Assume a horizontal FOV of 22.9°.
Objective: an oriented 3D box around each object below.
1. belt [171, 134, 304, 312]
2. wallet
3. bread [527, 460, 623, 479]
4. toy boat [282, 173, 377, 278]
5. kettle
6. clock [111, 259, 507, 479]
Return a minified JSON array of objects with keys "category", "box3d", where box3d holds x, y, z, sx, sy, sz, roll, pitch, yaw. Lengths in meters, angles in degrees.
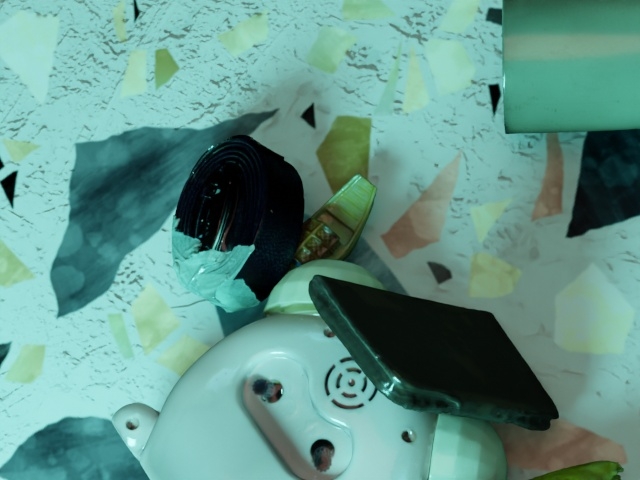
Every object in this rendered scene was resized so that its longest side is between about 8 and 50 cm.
[{"category":"belt","box3d":[-0.097,-0.016,1.774,0.151,0.078,0.198,-15,59,37]},{"category":"wallet","box3d":[0.122,0.117,1.593,0.042,0.309,0.165,-47,56,21]},{"category":"bread","box3d":[0.188,0.379,1.493,0.362,0.233,0.245,-24,28,-3]},{"category":"toy boat","box3d":[0.000,0.000,1.786,0.065,0.066,0.172,39,81,24]},{"category":"kettle","box3d":[0.329,-0.222,1.765,0.255,0.165,0.240,-2,41,9]},{"category":"clock","box3d":[-0.008,0.214,1.659,0.326,0.184,0.342,-34,73,-7]}]
